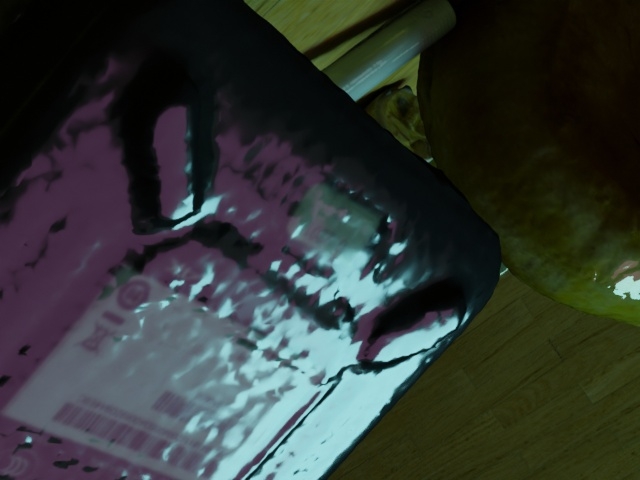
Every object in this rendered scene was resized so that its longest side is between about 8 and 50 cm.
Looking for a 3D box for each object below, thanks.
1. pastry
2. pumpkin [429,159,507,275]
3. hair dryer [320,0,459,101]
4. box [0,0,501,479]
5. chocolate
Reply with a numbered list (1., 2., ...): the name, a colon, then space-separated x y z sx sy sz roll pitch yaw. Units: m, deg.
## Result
1. pastry: 0.233 -0.088 1.128 0.356 0.356 0.164 -27 179 -44
2. pumpkin: 0.191 -0.041 1.776 0.332 0.199 0.332 -40 178 -2
3. hair dryer: 0.018 -0.113 0.993 0.236 0.073 0.131 -34 172 -20
4. box: -0.097 0.057 0.709 0.350 0.091 0.359 -47 138 8
5. chocolate: 0.019 -0.061 1.319 0.085 0.086 0.219 -26 173 -46
